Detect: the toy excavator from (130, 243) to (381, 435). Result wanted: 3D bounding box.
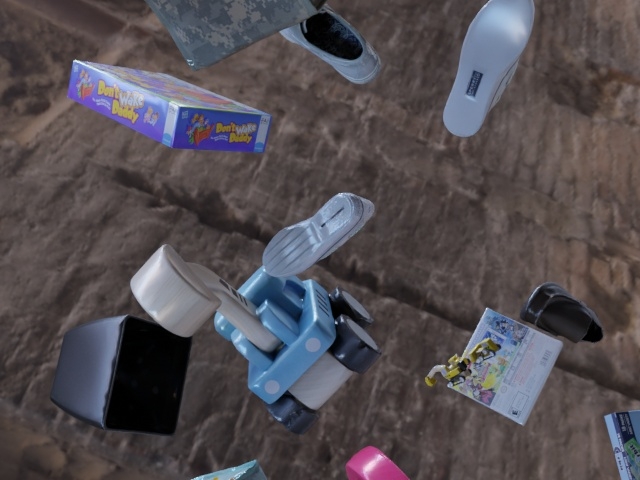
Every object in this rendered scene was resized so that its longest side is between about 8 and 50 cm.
[{"bbox_3d":[-0.119,0.142,1.326,0.222,0.445,0.433,-47,14,10],"label":"toy excavator"}]

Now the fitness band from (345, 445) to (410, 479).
[{"bbox_3d":[0.116,0.385,1.005,0.054,0.209,0.291,-33,-29,-14],"label":"fitness band"}]

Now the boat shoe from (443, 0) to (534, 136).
[{"bbox_3d":[0.289,-0.301,1.250,0.088,0.096,0.268,-48,-23,-47],"label":"boat shoe"}]

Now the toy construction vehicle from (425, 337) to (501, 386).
[{"bbox_3d":[0.210,0.182,1.111,0.086,0.035,0.098,-34,-3,-40],"label":"toy construction vehicle"}]

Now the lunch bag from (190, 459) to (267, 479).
[{"bbox_3d":[-0.186,0.554,1.377,0.262,0.223,0.160,-28,3,36],"label":"lunch bag"}]

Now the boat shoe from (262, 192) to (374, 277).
[{"bbox_3d":[0.000,0.000,1.243,0.226,0.075,0.083,-31,66,35],"label":"boat shoe"}]

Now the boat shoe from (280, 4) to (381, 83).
[{"bbox_3d":[-0.002,-0.322,1.107,0.079,0.227,0.081,-49,-22,1],"label":"boat shoe"}]

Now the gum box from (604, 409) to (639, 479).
[{"bbox_3d":[0.624,0.384,1.336,0.041,0.184,0.157,116,149,-63],"label":"gum box"}]

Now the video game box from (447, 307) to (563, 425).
[{"bbox_3d":[0.416,0.283,1.670,0.205,0.187,0.048,-60,-24,-8],"label":"video game box"}]

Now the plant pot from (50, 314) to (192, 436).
[{"bbox_3d":[-0.361,0.236,1.305,0.188,0.166,0.188,33,-119,-59],"label":"plant pot"}]

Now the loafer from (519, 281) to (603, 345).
[{"bbox_3d":[0.420,0.128,1.253,0.078,0.220,0.080,42,110,44],"label":"loafer"}]

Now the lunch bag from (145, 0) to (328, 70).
[{"bbox_3d":[-0.065,-0.389,0.987,0.235,0.169,0.287,-12,33,40],"label":"lunch bag"}]

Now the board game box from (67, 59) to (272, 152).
[{"bbox_3d":[-0.300,-0.264,1.464,0.233,0.347,0.078,-5,-64,-50],"label":"board game box"}]
